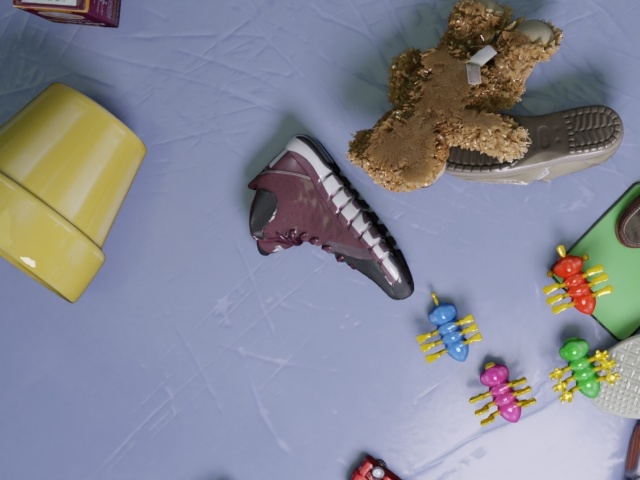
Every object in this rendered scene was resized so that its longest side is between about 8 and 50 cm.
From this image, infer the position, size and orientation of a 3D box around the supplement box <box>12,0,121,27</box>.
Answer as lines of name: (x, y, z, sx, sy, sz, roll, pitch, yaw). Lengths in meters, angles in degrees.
supplement box: (-0.348, -0.349, 1.763, 0.104, 0.188, 0.081, 5, 93, 5)

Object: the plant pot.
plant pot: (-0.375, -0.079, 1.760, 0.254, 0.254, 0.239, 35, 80, 3)

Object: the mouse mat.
mouse mat: (0.441, 0.031, 1.802, 0.152, 0.007, 0.190, 44, 96, 2)

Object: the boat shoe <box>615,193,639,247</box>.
boat shoe: (0.503, -0.058, 1.755, 0.207, 0.073, 0.073, -35, 92, 3)

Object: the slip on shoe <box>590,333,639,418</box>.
slip on shoe: (0.529, 0.164, 1.754, 0.331, 0.101, 0.123, -23, 77, 18)

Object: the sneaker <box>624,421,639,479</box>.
sneaker: (0.499, 0.415, 1.735, 0.180, 0.124, 0.321, 13, 82, 3)

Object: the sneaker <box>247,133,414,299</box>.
sneaker: (0.000, 0.000, 1.801, 0.162, 0.106, 0.281, -38, 79, 11)

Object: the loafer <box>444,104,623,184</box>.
loafer: (0.289, -0.122, 1.767, 0.268, 0.092, 0.102, -3, 64, 19)

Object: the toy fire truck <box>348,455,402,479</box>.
toy fire truck: (0.104, 0.417, 1.824, 0.192, 0.047, 0.135, 37, 96, 3)

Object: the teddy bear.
teddy bear: (0.187, -0.193, 1.737, 0.245, 0.113, 0.338, 16, 69, 19)

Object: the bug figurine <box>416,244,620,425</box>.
bug figurine: (0.287, 0.140, 1.782, 0.279, 0.072, 0.216, -21, 85, 12)
